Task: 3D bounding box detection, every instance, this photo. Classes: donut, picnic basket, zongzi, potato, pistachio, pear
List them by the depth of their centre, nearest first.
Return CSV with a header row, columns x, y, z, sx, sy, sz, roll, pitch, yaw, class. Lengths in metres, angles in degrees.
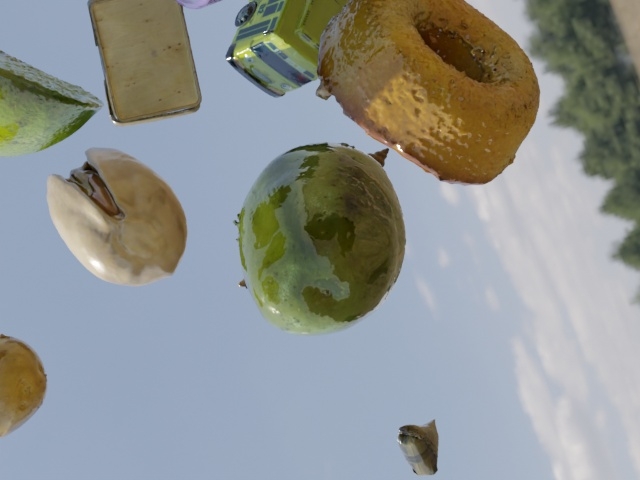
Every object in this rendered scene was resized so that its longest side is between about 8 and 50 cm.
x,y,z,sx,sy,sz,roll,pitch,yaw,class
0.111,-0.166,1.345,0.253,0.118,0.253,25,-148,-17,donut
0.118,0.221,1.551,0.076,0.040,0.083,64,-147,-41,zongzi
0.003,-0.001,1.595,0.216,0.215,0.304,62,-177,-27,potato
-0.214,-0.228,1.626,0.079,0.115,0.164,-145,44,-76,picnic basket
-0.401,-0.171,1.666,0.288,0.139,0.239,23,177,-36,pear
-0.475,0.211,1.876,0.150,0.234,0.146,-12,-96,-47,potato
-0.322,-0.039,2.138,0.299,0.187,0.187,45,173,45,pistachio

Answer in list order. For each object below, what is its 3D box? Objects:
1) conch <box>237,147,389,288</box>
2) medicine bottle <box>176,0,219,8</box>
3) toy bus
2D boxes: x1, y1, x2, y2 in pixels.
x,y,z,sx,sy,sz,roll,pitch,yaw,class
-0.015,-0.043,2.180,0.093,0.330,0.109,54,-175,8,conch
-0.047,-0.341,1.319,0.152,0.254,0.152,41,146,35,medicine bottle
-0.032,-0.365,2.059,0.128,0.150,0.262,35,-118,-33,toy bus
